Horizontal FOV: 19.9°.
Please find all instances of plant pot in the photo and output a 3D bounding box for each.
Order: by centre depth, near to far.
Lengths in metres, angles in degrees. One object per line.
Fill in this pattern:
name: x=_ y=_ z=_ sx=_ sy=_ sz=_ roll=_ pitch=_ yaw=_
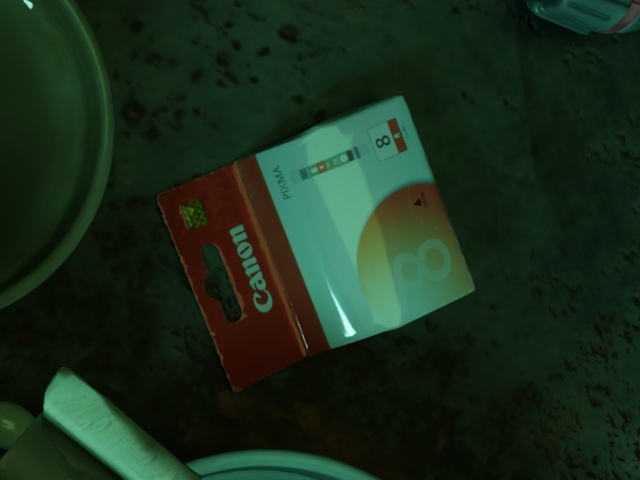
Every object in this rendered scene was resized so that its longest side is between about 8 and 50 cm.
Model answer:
plant pot: x=-0.248 y=-0.066 z=1.047 sx=0.237 sy=0.109 sz=0.237 roll=3 pitch=85 yaw=-31

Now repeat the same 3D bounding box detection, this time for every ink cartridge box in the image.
ink cartridge box: x=0.000 y=0.000 z=1.203 sx=0.179 sy=0.045 sz=0.145 roll=-25 pitch=98 yaw=-26

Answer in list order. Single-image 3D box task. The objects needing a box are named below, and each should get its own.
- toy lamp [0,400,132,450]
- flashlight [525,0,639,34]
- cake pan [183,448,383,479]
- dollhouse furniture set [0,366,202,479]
toy lamp: x=-0.243 y=0.081 z=1.069 sx=0.274 sy=0.080 sz=0.080 roll=25 pitch=78 yaw=-22
flashlight: x=0.296 y=-0.163 z=1.310 sx=0.304 sy=0.103 sz=0.103 roll=17 pitch=81 yaw=-23
cake pan: x=-0.039 y=0.272 z=1.133 sx=0.293 sy=0.054 sz=0.293 roll=0 pitch=91 yaw=-8
dollhouse furniture set: x=-0.179 y=0.245 z=0.728 sx=0.394 sy=0.256 sz=0.362 roll=38 pitch=71 yaw=3
